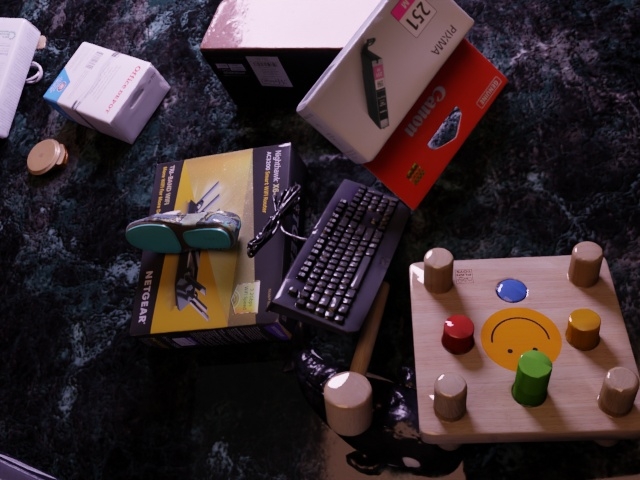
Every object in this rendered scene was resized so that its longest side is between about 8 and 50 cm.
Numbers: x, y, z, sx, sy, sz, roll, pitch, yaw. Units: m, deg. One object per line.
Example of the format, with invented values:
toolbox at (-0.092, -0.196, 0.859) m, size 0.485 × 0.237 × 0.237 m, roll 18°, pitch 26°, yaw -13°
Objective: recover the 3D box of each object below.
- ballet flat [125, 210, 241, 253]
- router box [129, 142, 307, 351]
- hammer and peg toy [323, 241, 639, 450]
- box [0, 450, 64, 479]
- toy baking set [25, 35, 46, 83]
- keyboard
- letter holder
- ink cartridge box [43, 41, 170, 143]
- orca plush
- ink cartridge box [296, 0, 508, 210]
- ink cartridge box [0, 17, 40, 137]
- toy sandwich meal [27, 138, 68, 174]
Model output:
ballet flat at (-0.202, -0.017, 1.205) m, size 0.189 × 0.070 × 0.070 m, roll 3°, pitch 65°, yaw 21°
router box at (-0.153, 0.011, 1.249) m, size 0.243 × 0.081 × 0.308 m, roll -7°, pitch 61°, yaw 18°
hammer and peg toy at (0.184, 0.119, 0.966) m, size 0.362 × 0.127 × 0.265 m, roll -2°, pitch 48°, yaw 6°
box at (-0.485, 0.451, 1.086) m, size 0.343 × 0.179 × 0.312 m, roll 13°, pitch 68°, yaw 27°
toy baking set at (-0.677, -0.332, 1.672) m, size 0.197 × 0.030 × 0.256 m, roll 27°, pitch 82°, yaw 25°
keyboard at (0.000, 0.000, 1.107) m, size 0.202 × 0.033 × 0.317 m, roll 17°, pitch 37°, yaw 10°
letter holder at (-0.012, -0.354, 1.349) m, size 0.302 × 0.152 × 0.214 m, roll 7°, pitch 64°, yaw 24°
ink cartridge box at (-0.401, -0.279, 1.500) m, size 0.191 × 0.082 × 0.139 m, roll 23°, pitch 74°, yaw 28°
orca plush at (0.051, 0.198, 1.056) m, size 0.151 × 0.102 × 0.287 m, roll -42°, pitch 56°, yaw -3°
ink cartridge box at (0.138, -0.220, 1.179) m, size 0.275 × 0.239 × 0.060 m, roll -53°, pitch 14°, yaw -11°
ink cartridge box at (-0.764, -0.303, 1.636) m, size 0.324 × 0.071 × 0.330 m, roll 9°, pitch 77°, yaw 20°
toy sandwich meal at (-0.517, -0.156, 1.514) m, size 0.086 × 0.029 × 0.085 m, roll -11°, pitch 62°, yaw 21°
